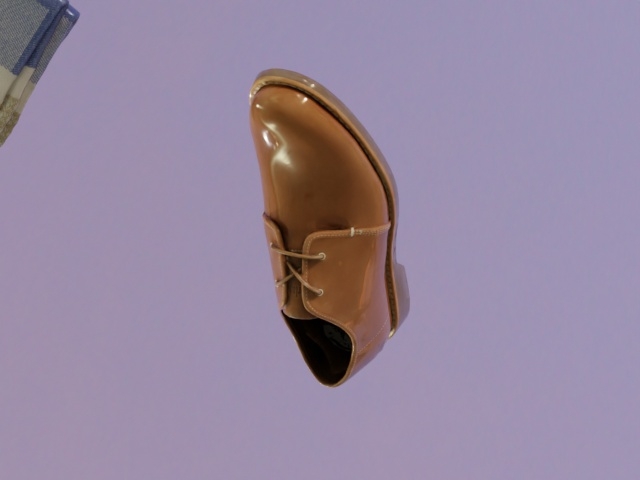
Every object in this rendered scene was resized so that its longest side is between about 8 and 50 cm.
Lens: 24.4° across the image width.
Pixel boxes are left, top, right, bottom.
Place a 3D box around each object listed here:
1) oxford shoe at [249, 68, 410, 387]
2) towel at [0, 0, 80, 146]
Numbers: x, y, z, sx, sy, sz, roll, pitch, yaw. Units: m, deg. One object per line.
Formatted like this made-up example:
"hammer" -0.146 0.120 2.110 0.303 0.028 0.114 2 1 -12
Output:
"oxford shoe" 0.000 0.000 0.829 0.076 0.076 0.212 9 -44 31
"towel" -0.311 -0.098 1.013 0.209 0.034 0.285 35 -74 5
